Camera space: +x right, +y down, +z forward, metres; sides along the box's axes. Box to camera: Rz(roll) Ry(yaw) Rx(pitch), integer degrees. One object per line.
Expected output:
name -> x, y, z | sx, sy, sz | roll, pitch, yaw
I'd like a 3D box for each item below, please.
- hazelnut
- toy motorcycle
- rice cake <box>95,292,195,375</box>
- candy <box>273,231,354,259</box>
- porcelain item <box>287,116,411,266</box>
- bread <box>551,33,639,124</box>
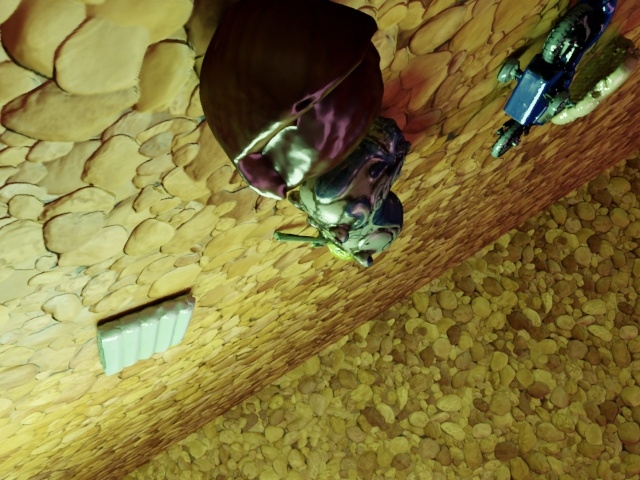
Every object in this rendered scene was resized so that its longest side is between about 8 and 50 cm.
hazelnut -> -0.018, -0.130, 0.512 | 0.170, 0.160, 0.202 | -37, 157, 7
toy motorcycle -> 0.383, -0.272, 0.944 | 0.169, 0.113, 0.315 | -36, 158, -28
rice cake -> -0.315, 0.170, 1.016 | 0.189, 0.037, 0.198 | -20, 158, -36
candy -> 0.000, -0.003, 1.087 | 0.262, 0.073, 0.077 | 5, 121, -53
porcelain item -> 0.064, -0.077, 0.894 | 0.186, 0.138, 0.288 | -50, 159, -2
bread -> 0.517, -0.297, 1.069 | 0.181, 0.039, 0.251 | -51, 180, 37
